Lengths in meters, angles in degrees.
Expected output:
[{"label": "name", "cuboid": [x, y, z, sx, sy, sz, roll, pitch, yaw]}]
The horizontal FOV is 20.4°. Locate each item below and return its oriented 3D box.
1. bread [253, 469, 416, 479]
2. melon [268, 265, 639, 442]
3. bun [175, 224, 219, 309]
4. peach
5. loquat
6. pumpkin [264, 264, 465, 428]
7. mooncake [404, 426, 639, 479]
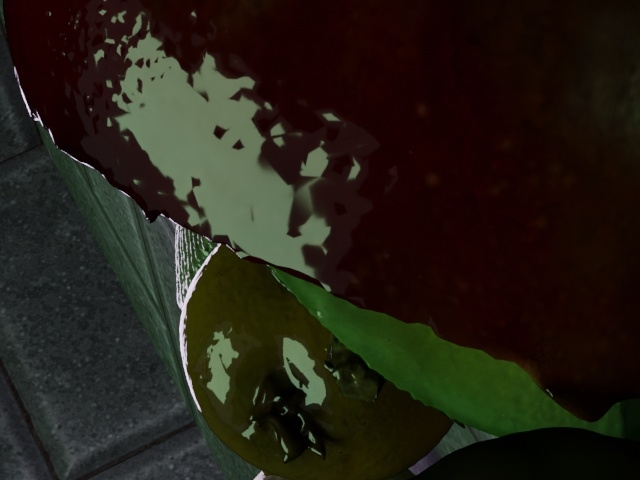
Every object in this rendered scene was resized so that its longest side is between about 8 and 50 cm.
[{"label": "bread", "cuboid": [0.051, 0.421, 1.578, 0.390, 0.279, 0.371, 42, 154, 52]}, {"label": "melon", "cuboid": [0.060, -0.020, 0.963, 0.124, 0.196, 0.323, -18, 103, 53]}, {"label": "bun", "cuboid": [-0.048, -0.010, 1.507, 0.212, 0.126, 0.204, 164, 107, -73]}, {"label": "peach", "cuboid": [0.037, -0.071, 0.669, 0.338, 0.281, 0.281, 63, 169, 8]}, {"label": "loquat", "cuboid": [0.005, 0.072, 1.241, 0.208, 0.208, 0.208, 60, 168, 22]}, {"label": "pumpkin", "cuboid": [0.012, -0.003, 1.095, 0.131, 0.126, 0.248, 89, 171, -65]}, {"label": "mooncake", "cuboid": [0.123, 0.245, 0.905, 0.161, 0.290, 0.290, 46, 159, 55]}]
